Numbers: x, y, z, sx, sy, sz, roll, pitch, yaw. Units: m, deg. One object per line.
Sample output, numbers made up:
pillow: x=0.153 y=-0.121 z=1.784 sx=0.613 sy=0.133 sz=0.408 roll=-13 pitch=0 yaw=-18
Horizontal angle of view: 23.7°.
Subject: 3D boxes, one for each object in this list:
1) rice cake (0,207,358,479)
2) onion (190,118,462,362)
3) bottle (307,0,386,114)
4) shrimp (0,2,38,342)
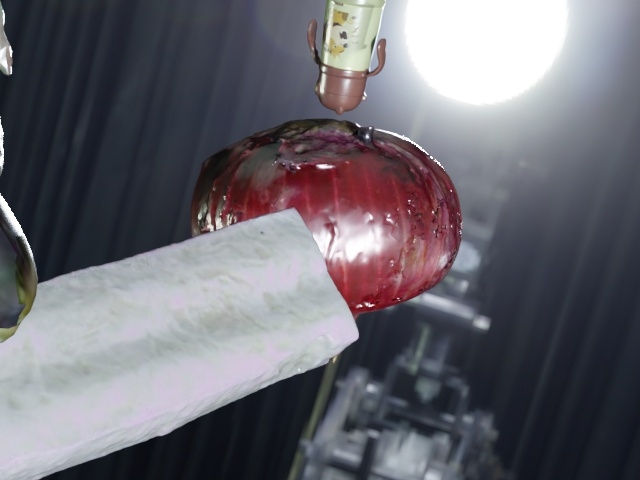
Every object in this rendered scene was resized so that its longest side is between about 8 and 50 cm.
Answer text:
rice cake: x=-0.106 y=0.059 z=0.871 sx=0.298 sy=0.050 sz=0.106 roll=-17 pitch=-110 yaw=-41
onion: x=0.000 y=0.000 z=1.344 sx=0.252 sy=0.219 sz=0.252 roll=6 pitch=-171 yaw=-1
bottle: x=0.022 y=-0.148 z=1.182 sx=0.047 sy=0.101 sz=0.063 roll=-2 pitch=-160 yaw=-36
shrimp: x=-0.241 y=-0.138 z=0.475 sx=0.446 sy=0.221 sz=0.110 roll=53 pitch=169 yaw=-9
